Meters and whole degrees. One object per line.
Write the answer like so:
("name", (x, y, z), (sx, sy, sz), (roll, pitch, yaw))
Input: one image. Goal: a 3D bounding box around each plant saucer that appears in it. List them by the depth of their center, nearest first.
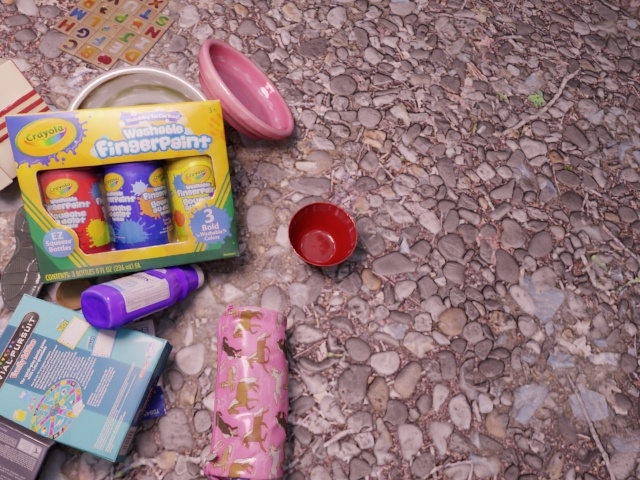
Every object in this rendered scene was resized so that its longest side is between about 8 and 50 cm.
("plant saucer", (-0.600, 0.130, 1.176), (0.083, 0.015, 0.083), (4, 66, -8))
("plant saucer", (-0.455, -0.247, 1.269), (0.400, 0.100, 0.400), (-1, 94, -15))
("plant saucer", (-0.215, -0.404, 1.343), (0.084, 0.332, 0.332), (-37, 72, 24))

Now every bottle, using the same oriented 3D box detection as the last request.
("bottle", (-0.391, 0.116, 1.102), (0.118, 0.283, 0.092), (4, 103, 32))

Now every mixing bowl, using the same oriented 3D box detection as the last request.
("mixing bowl", (0.000, 0.000, 1.281), (0.181, 0.098, 0.181), (3, 66, -7))

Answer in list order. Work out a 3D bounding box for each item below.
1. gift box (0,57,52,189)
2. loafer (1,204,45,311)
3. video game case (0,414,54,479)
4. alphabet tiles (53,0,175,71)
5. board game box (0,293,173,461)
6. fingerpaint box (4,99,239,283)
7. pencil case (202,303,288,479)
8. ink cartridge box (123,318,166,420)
("gift box", (-0.799, -0.261, 1.163), (0.255, 0.276, 0.258), (18, 54, 43))
("loafer", (-0.695, 0.045, 1.166), (0.096, 0.084, 0.267), (0, 71, -8))
("video game case", (-0.667, 0.477, 0.947), (0.196, 0.026, 0.274), (26, 95, 1))
("alphabet tiles", (-0.644, -0.682, 1.513), (0.285, 0.011, 0.342), (26, 66, 2))
("board game box", (-0.531, 0.290, 1.034), (0.336, 0.079, 0.254), (18, 66, 2))
("fingerpaint box", (-0.436, -0.122, 1.133), (0.445, 0.163, 0.371), (-7, 102, -13))
("pencil case", (-0.161, 0.341, 1.084), (0.160, 0.167, 0.386), (-11, 64, 25))
("ink cartridge box", (-0.481, 0.312, 1.102), (0.223, 0.045, 0.224), (-11, 70, -13))
